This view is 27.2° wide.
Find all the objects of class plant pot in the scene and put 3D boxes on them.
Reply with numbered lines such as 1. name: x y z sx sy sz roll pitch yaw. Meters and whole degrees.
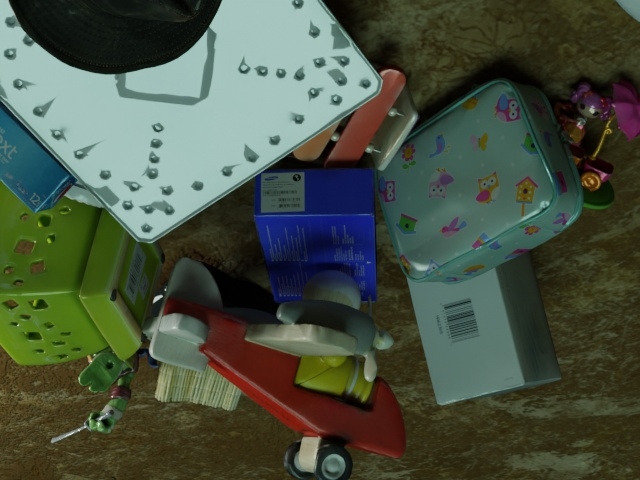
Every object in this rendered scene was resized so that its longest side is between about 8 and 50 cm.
1. plant pot: -0.358 0.042 1.921 0.207 0.228 0.227 3 149 14

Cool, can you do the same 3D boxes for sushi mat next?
1. sushi mat: -0.206 0.237 2.298 0.151 0.019 0.316 7 155 -7

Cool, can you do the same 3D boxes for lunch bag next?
1. lunch bag: 0.212 -0.082 1.781 0.279 0.224 0.108 -32 154 34

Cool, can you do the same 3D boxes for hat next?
1. hat: -0.179 -0.315 1.375 0.331 0.134 0.331 -19 124 -31

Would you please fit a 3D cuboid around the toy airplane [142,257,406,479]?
1. toy airplane: -0.057 0.142 1.895 0.386 0.272 0.384 27 161 30

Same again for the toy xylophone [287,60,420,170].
1. toy xylophone: -0.038 -0.178 1.764 0.323 0.081 0.236 11 135 -12

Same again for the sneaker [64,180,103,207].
1. sneaker: -0.417 -0.152 1.805 0.321 0.127 0.126 19 -177 7

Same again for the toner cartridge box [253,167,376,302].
1. toner cartridge box: 0.000 0.000 1.931 0.165 0.075 0.348 1 158 3

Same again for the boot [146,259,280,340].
1. boot: -0.185 0.127 2.173 0.236 0.085 0.178 32 137 -33

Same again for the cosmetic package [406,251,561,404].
1. cosmetic package: 0.244 0.116 1.954 0.138 0.224 0.225 -17 171 21

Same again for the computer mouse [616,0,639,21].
1. computer mouse: 0.427 -0.288 1.647 0.193 0.042 0.106 26 137 -27

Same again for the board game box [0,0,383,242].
1. board game box: -0.188 -0.231 1.612 0.390 0.050 0.390 -32 120 16

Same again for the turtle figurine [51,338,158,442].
1. turtle figurine: -0.401 0.218 2.163 0.275 0.197 0.266 -3 166 -4

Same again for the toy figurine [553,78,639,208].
1. toy figurine: 0.364 -0.154 1.792 0.173 0.130 0.159 31 124 2

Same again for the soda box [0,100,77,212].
1. soda box: -0.409 -0.134 1.707 0.210 0.067 0.071 44 100 0
